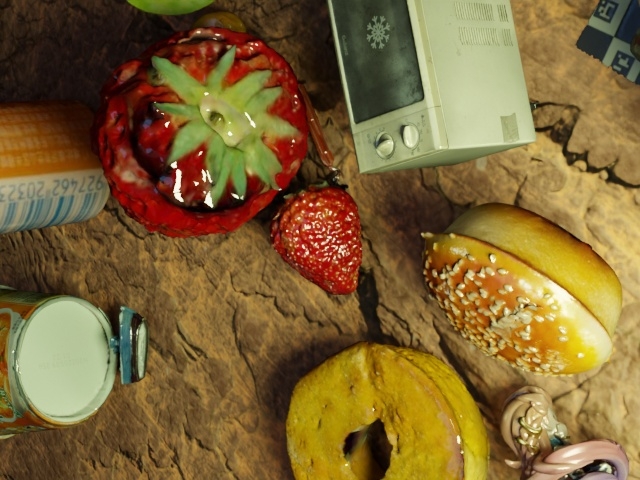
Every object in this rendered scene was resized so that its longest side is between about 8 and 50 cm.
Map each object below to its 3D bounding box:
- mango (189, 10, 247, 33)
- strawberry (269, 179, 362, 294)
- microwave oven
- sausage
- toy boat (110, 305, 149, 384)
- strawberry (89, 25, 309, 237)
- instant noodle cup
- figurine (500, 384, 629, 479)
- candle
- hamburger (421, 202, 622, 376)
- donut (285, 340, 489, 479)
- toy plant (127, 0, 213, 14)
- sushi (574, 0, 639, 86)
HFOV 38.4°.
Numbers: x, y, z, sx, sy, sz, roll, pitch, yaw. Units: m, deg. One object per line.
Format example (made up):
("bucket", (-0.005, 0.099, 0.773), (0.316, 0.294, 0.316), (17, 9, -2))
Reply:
("mango", (-0.156, -0.296, 1.360), (0.114, 0.060, 0.080), (-6, 107, 41))
("strawberry", (-0.007, -0.001, 1.222), (0.131, 0.131, 0.148), (-7, 83, 43))
("microwave oven", (0.122, -0.208, 1.029), (0.145, 0.193, 0.241), (-13, 87, 48))
("sausage", (-0.539, -0.124, 1.586), (0.233, 0.287, 0.233), (13, 109, 43))
("toy boat", (-0.332, 0.181, 1.587), (0.060, 0.060, 0.137), (9, 107, 20))
("strawberry", (-0.176, -0.140, 1.243), (0.310, 0.291, 0.292), (4, 99, 53))
("instant noodle cup", (-0.510, 0.214, 1.627), (0.213, 0.296, 0.297), (-6, 92, 34))
("figurine", (0.252, 0.236, 1.021), (0.114, 0.126, 0.157), (-45, 58, -11))
("candle", (-0.003, -0.141, 1.263), (0.021, 0.026, 0.167), (-35, 72, 44))
("hamburger", (0.211, 0.055, 0.965), (0.236, 0.237, 0.147), (31, 86, 36))
("donut", (0.090, 0.265, 1.178), (0.302, 0.110, 0.303), (7, 100, 45))
("toy plant", (-0.223, -0.501, 1.337), (0.224, 0.184, 0.316), (136, 133, -59))
("sushi", (0.361, -0.241, 0.895), (0.192, 0.050, 0.215), (42, 122, 31))
